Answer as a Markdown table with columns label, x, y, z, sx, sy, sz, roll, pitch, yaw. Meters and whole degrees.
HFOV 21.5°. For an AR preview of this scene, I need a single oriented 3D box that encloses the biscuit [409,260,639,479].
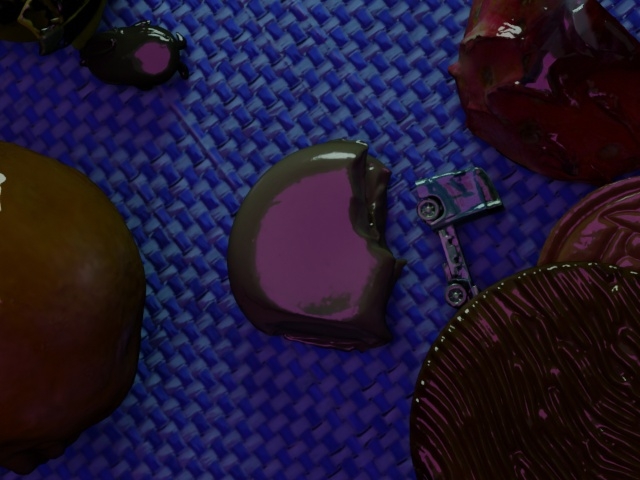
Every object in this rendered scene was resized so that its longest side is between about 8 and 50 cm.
| label | x | y | z | sx | sy | sz | roll | pitch | yaw |
| --- | --- | --- | --- | --- | --- | --- | --- | --- | --- |
| biscuit | 0.240 | 0.175 | 1.555 | 0.318 | 0.040 | 0.318 | 0 | 97 | 4 |

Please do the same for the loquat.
| label | x | y | z | sx | sy | sz | roll | pitch | yaw |
| --- | --- | --- | --- | --- | --- | --- | --- | --- | --- |
| loquat | -0.322 | 0.060 | 1.563 | 0.328 | 0.328 | 0.328 | -1 | 85 | 10 |

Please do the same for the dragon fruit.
| label | x | y | z | sx | sy | sz | roll | pitch | yaw |
| --- | --- | --- | --- | --- | --- | --- | --- | --- | --- |
| dragon fruit | 0.216 | -0.143 | 1.575 | 0.274 | 0.126 | 0.161 | 44 | 93 | 12 |

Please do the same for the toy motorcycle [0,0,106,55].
| label | x | y | z | sx | sy | sz | roll | pitch | yaw |
| --- | --- | --- | --- | --- | --- | --- | --- | --- | --- |
| toy motorcycle | -0.340 | -0.249 | 1.680 | 0.342 | 0.142 | 0.206 | -15 | 38 | 8 |

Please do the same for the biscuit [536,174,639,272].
| label | x | y | z | sx | sy | sz | roll | pitch | yaw |
| --- | --- | --- | --- | --- | --- | --- | --- | --- | --- |
| biscuit | 0.272 | 0.035 | 1.571 | 0.142 | 0.029 | 0.221 | 24 | 104 | 3 |

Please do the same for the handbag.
| label | x | y | z | sx | sy | sz | roll | pitch | yaw |
| --- | --- | --- | --- | --- | --- | --- | --- | --- | --- |
| handbag | -0.191 | -0.186 | 1.693 | 0.111 | 0.047 | 0.072 | -1 | 90 | 10 |

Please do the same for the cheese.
| label | x | y | z | sx | sy | sz | roll | pitch | yaw |
| --- | --- | --- | --- | --- | --- | --- | --- | --- | --- |
| cheese | 0.000 | 0.000 | 1.620 | 0.175 | 0.091 | 0.202 | 12 | 87 | 10 |

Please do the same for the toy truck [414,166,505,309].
| label | x | y | z | sx | sy | sz | roll | pitch | yaw |
| --- | --- | --- | --- | --- | --- | --- | --- | --- | --- |
| toy truck | 0.148 | 0.017 | 1.603 | 0.081 | 0.067 | 0.175 | -18 | 82 | 7 |
